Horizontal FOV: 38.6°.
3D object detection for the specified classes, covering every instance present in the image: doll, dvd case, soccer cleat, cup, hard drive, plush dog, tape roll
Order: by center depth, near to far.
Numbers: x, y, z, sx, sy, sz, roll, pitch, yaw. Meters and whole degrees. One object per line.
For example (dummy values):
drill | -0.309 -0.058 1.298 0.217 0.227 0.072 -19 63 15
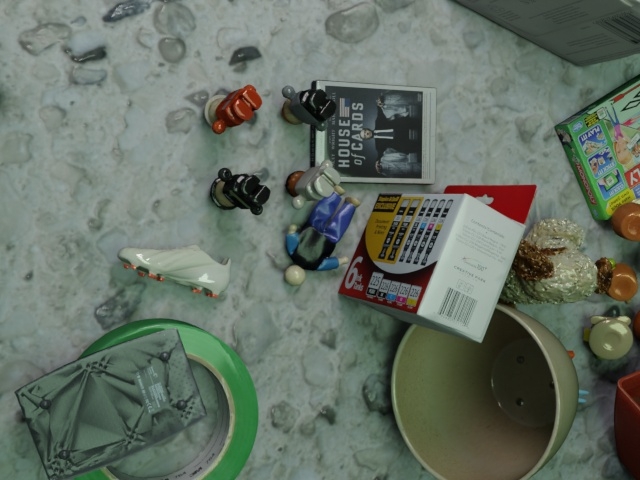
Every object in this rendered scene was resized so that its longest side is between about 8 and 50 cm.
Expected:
hard drive | -0.318 0.247 1.403 0.255 0.054 0.171 -21 100 -19
tape roll | -0.265 0.291 1.498 0.321 0.077 0.321 -1 94 -23
soccer cleat | -0.238 0.036 1.502 0.196 0.068 0.076 20 81 -29
doll | 0.000 0.000 1.602 0.129 0.046 0.189 37 79 -19
cup | 0.328 0.265 1.634 0.237 0.331 0.330 2 93 -49
dvd case | 0.097 -0.191 1.640 0.239 0.030 0.179 0 93 -23
plush dog | 0.401 0.056 1.670 0.263 0.225 0.210 6 91 -22

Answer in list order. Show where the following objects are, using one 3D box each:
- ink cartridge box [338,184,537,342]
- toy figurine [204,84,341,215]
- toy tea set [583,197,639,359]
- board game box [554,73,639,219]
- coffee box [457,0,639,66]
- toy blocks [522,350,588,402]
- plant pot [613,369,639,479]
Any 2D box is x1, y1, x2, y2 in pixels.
ink cartridge box | 0.190 0.004 1.538 0.130 0.309 0.271 25 83 -21
toy figurine | -0.081 -0.152 1.515 0.210 0.148 0.212 -9 94 -27
toy tea set | 0.646 0.082 1.837 0.200 0.124 0.335 8 104 5
board game box | 0.642 -0.210 1.850 0.317 0.046 0.213 -31 103 -17
coffee box | 0.480 -0.545 1.606 0.338 0.338 0.334 21 85 -21
toy blocks | 0.468 0.266 1.803 0.148 0.054 0.123 10 90 -22
plant pot | 0.739 0.397 1.799 0.268 0.267 0.235 -18 139 -20
